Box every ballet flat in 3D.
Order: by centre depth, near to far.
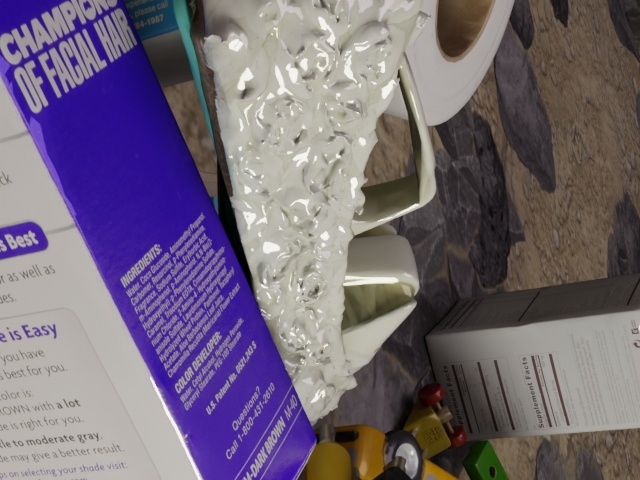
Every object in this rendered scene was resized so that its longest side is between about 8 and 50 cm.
[{"bbox_3d":[0.000,0.000,0.590,0.409,0.147,0.147,91,11,-52],"label":"ballet flat"}]

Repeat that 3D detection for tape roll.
[{"bbox_3d":[0.053,-0.235,0.874,0.246,0.169,0.246,-44,145,-42],"label":"tape roll"}]

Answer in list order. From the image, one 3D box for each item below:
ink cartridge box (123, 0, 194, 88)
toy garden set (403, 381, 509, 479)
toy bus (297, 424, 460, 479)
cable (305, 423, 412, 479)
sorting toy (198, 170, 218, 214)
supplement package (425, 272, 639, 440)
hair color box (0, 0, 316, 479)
[{"bbox_3d":[-0.121,-0.222,0.639,0.168,0.171,0.232,-14,94,-62],"label":"ink cartridge box"},{"bbox_3d":[0.111,0.285,1.031,0.244,0.049,0.203,-47,114,-48],"label":"toy garden set"},{"bbox_3d":[0.091,0.272,0.883,0.333,0.108,0.130,38,53,-37],"label":"toy bus"},{"bbox_3d":[0.027,0.221,0.621,0.139,0.072,0.287,46,23,-6],"label":"cable"},{"bbox_3d":[-0.048,0.043,0.828,0.208,0.038,0.193,8,74,-61],"label":"sorting toy"},{"bbox_3d":[0.265,0.132,1.157,0.139,0.244,0.133,-32,109,-59],"label":"supplement package"},{"bbox_3d":[-0.153,-0.001,0.495,0.338,0.185,0.110,68,31,-23],"label":"hair color box"}]
